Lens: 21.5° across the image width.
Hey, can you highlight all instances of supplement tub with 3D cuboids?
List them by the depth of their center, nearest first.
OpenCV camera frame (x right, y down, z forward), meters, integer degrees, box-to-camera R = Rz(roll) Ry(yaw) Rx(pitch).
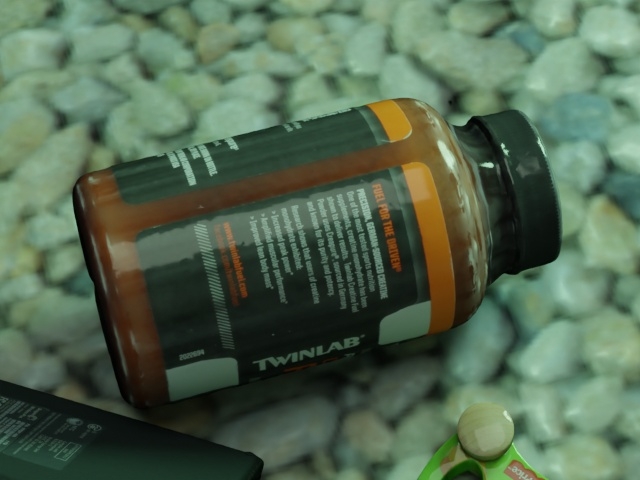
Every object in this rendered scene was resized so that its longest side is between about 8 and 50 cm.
[{"bbox_3d":[0.000,0.000,0.718,0.197,0.106,0.106,-14,58,-8],"label":"supplement tub"}]

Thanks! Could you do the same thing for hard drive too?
[{"bbox_3d":[-0.099,0.092,0.676,0.135,0.022,0.094,15,16,10],"label":"hard drive"}]

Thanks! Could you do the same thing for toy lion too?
[{"bbox_3d":[0.075,0.130,0.681,0.100,0.034,0.096,35,71,21],"label":"toy lion"}]
